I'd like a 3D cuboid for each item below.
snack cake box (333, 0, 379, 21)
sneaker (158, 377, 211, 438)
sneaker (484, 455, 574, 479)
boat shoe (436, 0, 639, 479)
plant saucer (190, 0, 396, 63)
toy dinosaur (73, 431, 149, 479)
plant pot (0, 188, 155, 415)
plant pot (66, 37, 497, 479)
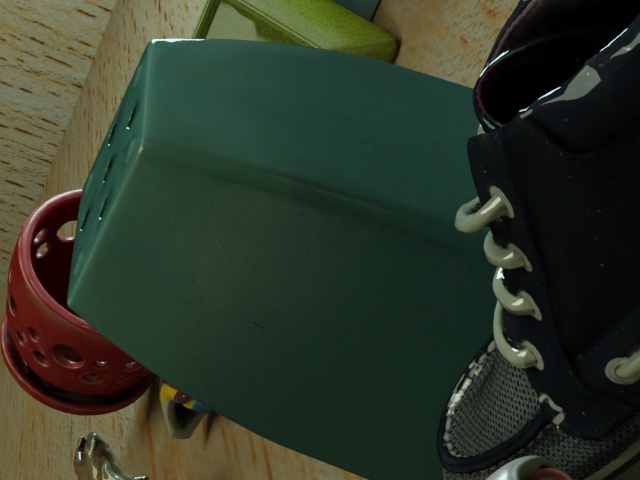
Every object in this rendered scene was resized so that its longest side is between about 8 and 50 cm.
[{"bbox_3d":[0.001,-0.247,1.229,0.152,0.089,0.264,-112,44,-66],"label":"snack cake box"},{"bbox_3d":[-0.088,0.097,1.185,0.185,0.069,0.084,120,152,-48],"label":"sneaker"},{"bbox_3d":[0.083,0.126,0.549,0.070,0.134,0.051,-38,53,9],"label":"sneaker"},{"bbox_3d":[0.101,-0.002,0.525,0.340,0.158,0.127,-49,22,45],"label":"boat shoe"},{"bbox_3d":[-0.053,-0.119,1.144,0.188,0.045,0.188,35,110,29],"label":"plant saucer"},{"bbox_3d":[-0.146,0.280,1.023,0.200,0.127,0.296,-45,25,55],"label":"toy dinosaur"},{"bbox_3d":[-0.233,0.069,1.433,0.174,0.191,0.191,123,158,-45],"label":"plant pot"},{"bbox_3d":[0.000,0.000,0.724,0.165,0.234,0.166,-60,20,31],"label":"plant pot"}]
